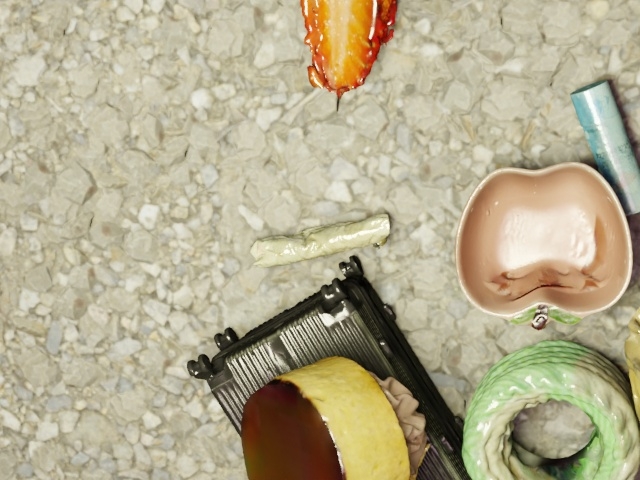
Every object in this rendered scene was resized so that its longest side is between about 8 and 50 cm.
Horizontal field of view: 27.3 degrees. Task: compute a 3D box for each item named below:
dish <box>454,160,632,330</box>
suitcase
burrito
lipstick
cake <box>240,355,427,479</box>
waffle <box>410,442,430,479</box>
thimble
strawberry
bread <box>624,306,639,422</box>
[{"bbox_3d":[0.265,0.001,1.568,0.213,0.090,0.213,2,100,11],"label":"dish"},{"bbox_3d":[0.027,0.223,1.631,0.229,0.152,0.335,-30,96,17],"label":"suitcase"},{"bbox_3d":[0.000,0.000,1.641,0.185,0.045,0.041,-13,135,12],"label":"burrito"},{"bbox_3d":[0.342,-0.107,1.549,0.048,0.048,0.158,-20,99,15],"label":"lipstick"},{"bbox_3d":[0.032,0.221,1.484,0.207,0.178,0.185,-33,76,48],"label":"cake"},{"bbox_3d":[0.096,0.335,1.559,0.191,0.032,0.125,-38,96,19],"label":"waffle"},{"bbox_3d":[0.284,0.235,1.585,0.219,0.150,0.219,3,103,12],"label":"thimble"},{"bbox_3d":[0.033,-0.270,1.565,0.121,0.082,0.188,19,116,27],"label":"strawberry"},{"bbox_3d":[0.503,0.217,1.499,0.236,0.183,0.389,-34,108,-20],"label":"bread"}]
